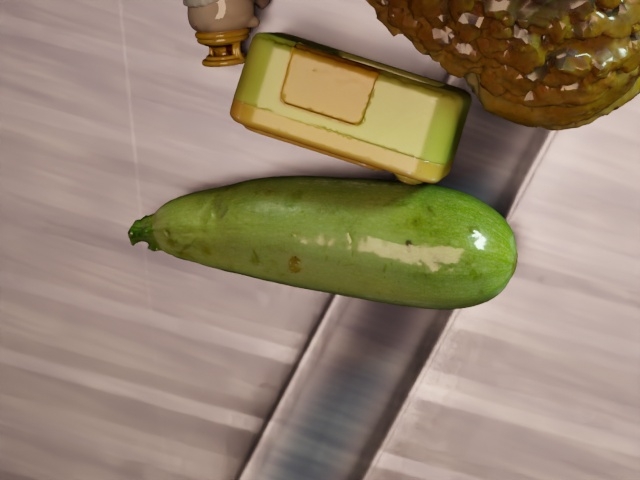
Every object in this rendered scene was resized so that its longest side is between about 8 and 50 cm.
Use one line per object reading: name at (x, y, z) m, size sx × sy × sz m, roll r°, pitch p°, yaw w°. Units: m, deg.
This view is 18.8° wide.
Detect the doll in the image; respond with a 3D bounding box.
doll at (-0.087, -0.231, 1.815) m, size 0.084 × 0.073 × 0.127 m, roll -11°, pitch 104°, yaw -21°

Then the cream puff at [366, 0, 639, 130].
cream puff at (0.179, -0.259, 1.675) m, size 0.327 × 0.231 × 0.342 m, roll -7°, pitch 98°, yaw 8°

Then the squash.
squash at (0.002, -0.008, 1.813) m, size 0.371 × 0.118 × 0.118 m, roll 8°, pitch 101°, yaw 13°

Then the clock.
clock at (0.029, -0.122, 1.769) m, size 0.202 × 0.143 × 0.096 m, roll 19°, pitch 101°, yaw 7°
